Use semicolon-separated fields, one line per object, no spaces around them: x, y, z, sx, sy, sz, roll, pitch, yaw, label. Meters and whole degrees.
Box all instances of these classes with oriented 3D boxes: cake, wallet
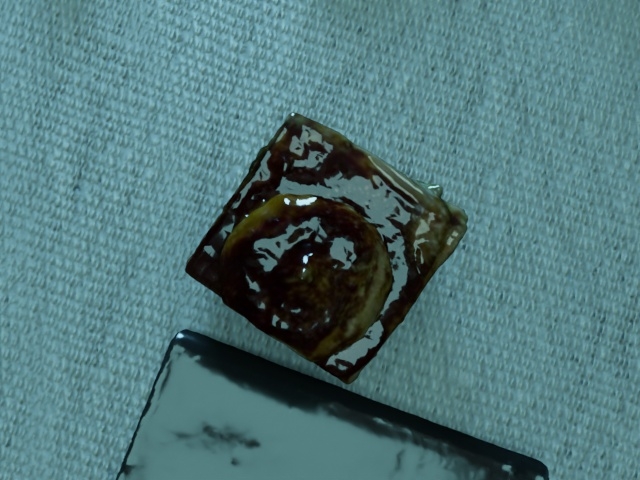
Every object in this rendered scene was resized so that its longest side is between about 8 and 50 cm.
0.000;0.000;0.770;0.196;0.293;0.199;35;87;2;cake
0.004;0.262;0.853;0.406;0.062;0.228;21;82;-1;wallet
